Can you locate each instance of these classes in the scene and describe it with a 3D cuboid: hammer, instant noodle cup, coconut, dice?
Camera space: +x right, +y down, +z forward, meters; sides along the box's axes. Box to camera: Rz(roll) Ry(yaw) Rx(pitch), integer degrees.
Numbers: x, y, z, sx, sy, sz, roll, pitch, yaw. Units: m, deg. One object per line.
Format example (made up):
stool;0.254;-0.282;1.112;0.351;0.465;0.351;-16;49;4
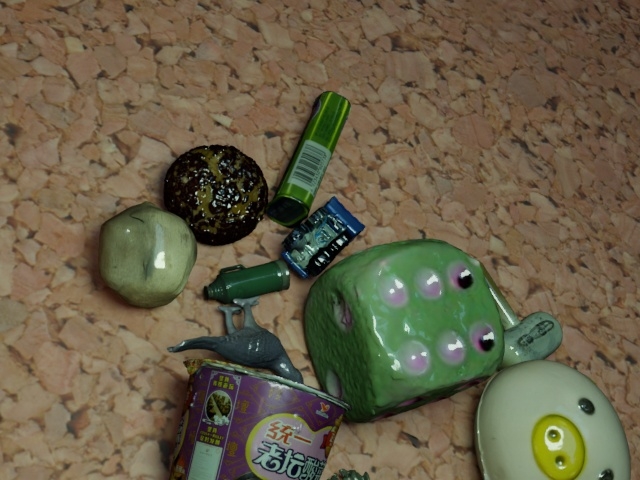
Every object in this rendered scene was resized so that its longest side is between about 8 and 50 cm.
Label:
hammer;0.457;0.177;1.740;0.202;0.113;0.305;-24;73;-33
instant noodle cup;-0.135;0.391;1.281;0.340;0.340;0.265;21;70;-12
coconut;-0.350;0.021;1.411;0.224;0.224;0.224;9;64;-19
dice;0.170;0.190;1.477;0.322;0.330;0.318;-10;69;-25

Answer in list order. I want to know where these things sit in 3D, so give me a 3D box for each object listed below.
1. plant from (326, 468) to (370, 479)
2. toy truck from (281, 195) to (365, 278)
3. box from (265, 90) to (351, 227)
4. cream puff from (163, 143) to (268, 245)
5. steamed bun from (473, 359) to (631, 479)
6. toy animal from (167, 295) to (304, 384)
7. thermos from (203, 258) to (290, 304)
plant;0.081;0.555;1.387;0.129;0.132;0.194;-15;78;-30
toy truck;0.000;0.000;1.612;0.113;0.126;0.208;45;50;3
box;-0.028;-0.200;1.691;0.097;0.134;0.345;26;60;-9
cream puff;-0.229;-0.110;1.546;0.239;0.165;0.239;11;60;-19
steamed bun;0.500;0.447;1.509;0.334;0.334;0.373;-3;73;-24
toy animal;-0.158;0.203;1.448;0.367;0.081;0.205;31;32;-37
thermos;-0.166;0.090;1.532;0.188;0.073;0.083;-13;85;-27
